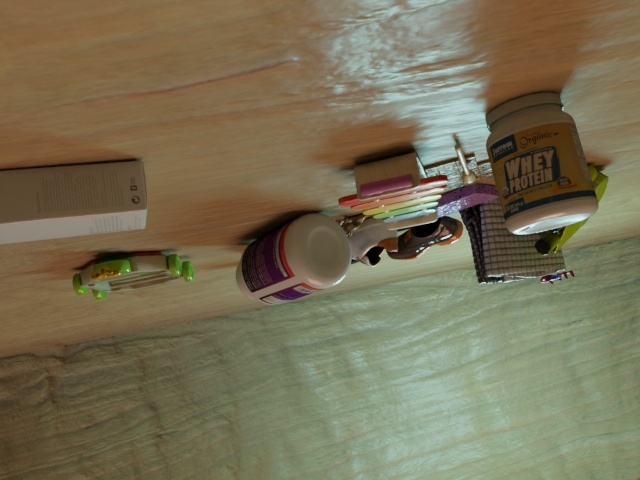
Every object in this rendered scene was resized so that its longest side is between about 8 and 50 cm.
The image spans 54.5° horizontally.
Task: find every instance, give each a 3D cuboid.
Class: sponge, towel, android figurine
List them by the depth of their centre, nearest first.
[{"bbox_3d":[0.331,-0.095,1.576,0.210,0.031,0.117,-20,166,41],"label":"sponge"},{"bbox_3d":[0.644,-0.079,1.582,0.273,0.056,0.248,-39,148,-28],"label":"android figurine"},{"bbox_3d":[0.517,-0.008,1.684,0.283,0.235,0.121,-4,173,-30],"label":"towel"}]

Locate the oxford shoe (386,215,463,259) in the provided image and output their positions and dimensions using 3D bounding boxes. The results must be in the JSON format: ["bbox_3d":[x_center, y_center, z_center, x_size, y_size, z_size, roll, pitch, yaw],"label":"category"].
[{"bbox_3d":[0.283,-0.017,1.834,0.098,0.097,0.271,23,145,-36],"label":"oxford shoe"}]

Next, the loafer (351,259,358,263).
[{"bbox_3d":[0.033,0.048,1.915,0.084,0.096,0.267,24,142,-37],"label":"loafer"}]

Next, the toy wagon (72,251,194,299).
[{"bbox_3d":[-0.483,0.083,1.579,0.267,0.068,0.344,-12,168,1],"label":"toy wagon"}]

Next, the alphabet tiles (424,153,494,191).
[{"bbox_3d":[0.287,-0.140,1.357,0.198,0.009,0.237,-14,169,16],"label":"alphabet tiles"}]

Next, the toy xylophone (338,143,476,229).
[{"bbox_3d":[0.182,-0.101,1.223,0.236,0.081,0.322,-14,167,23],"label":"toy xylophone"}]

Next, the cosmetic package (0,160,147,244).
[{"bbox_3d":[-0.380,-0.056,0.925,0.231,0.086,0.117,-5,168,-19],"label":"cosmetic package"}]

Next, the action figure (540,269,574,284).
[{"bbox_3d":[0.642,0.103,1.703,0.038,0.030,0.115,-17,177,-21],"label":"action figure"}]

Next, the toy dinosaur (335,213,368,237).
[{"bbox_3d":[0.087,-0.046,1.580,0.092,0.053,0.183,-25,170,-45],"label":"toy dinosaur"}]

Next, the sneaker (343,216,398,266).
[{"bbox_3d":[0.088,0.023,1.702,0.106,0.123,0.290,-2,168,-45],"label":"sneaker"}]

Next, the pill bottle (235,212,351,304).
[{"bbox_3d":[-0.082,0.057,1.546,0.181,0.182,0.323,-3,167,-38],"label":"pill bottle"}]

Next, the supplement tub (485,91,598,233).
[{"bbox_3d":[0.352,-0.122,1.007,0.144,0.200,0.144,-11,169,-2],"label":"supplement tub"}]
